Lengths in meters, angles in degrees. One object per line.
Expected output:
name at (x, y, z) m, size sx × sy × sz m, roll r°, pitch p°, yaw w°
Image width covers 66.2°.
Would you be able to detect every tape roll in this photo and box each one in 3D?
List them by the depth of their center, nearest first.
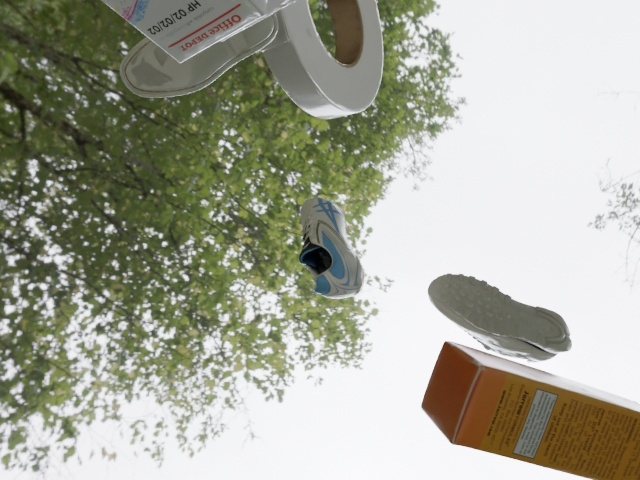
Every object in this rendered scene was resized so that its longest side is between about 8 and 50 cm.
tape roll at (0.006, -0.436, 0.962) m, size 0.072 × 0.392 × 0.392 m, roll -4°, pitch -103°, yaw 34°

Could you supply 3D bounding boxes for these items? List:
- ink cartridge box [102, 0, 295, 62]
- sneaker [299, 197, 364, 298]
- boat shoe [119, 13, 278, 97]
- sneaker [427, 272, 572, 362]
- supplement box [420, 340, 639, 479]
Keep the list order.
ink cartridge box at (-0.112, -0.213, 0.387) m, size 0.104 × 0.181 × 0.061 m, roll -12°, pitch -117°, yaw 33°
sneaker at (0.000, 0.000, 0.796) m, size 0.237 × 0.086 × 0.085 m, roll -114°, pitch -142°, yaw -50°
boat shoe at (-0.181, -0.283, 0.727) m, size 0.254 × 0.095 × 0.079 m, roll -41°, pitch -152°, yaw -20°
sneaker at (0.263, 0.131, 0.762) m, size 0.235 × 0.095 × 0.090 m, roll 26°, pitch -126°, yaw -5°
supplement box at (0.220, 0.169, 0.464) m, size 0.233 × 0.078 × 0.080 m, roll 17°, pitch -87°, yaw -11°
